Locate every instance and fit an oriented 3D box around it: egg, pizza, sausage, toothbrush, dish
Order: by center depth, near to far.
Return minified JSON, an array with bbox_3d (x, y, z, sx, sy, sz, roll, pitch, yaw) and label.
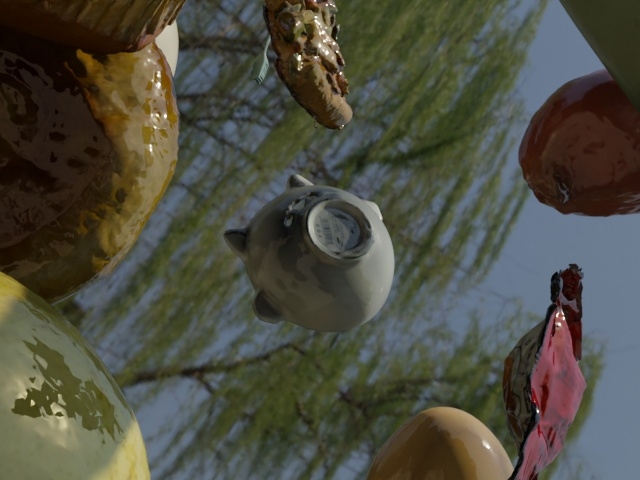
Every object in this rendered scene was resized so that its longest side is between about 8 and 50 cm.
[{"bbox_3d":[0.313,-0.097,1.072,0.255,0.148,0.148,0,-41,-10],"label":"sausage"},{"bbox_3d":[-0.010,-0.212,1.160,0.069,0.226,0.147,-22,-44,13],"label":"pizza"},{"bbox_3d":[0.149,0.325,1.406,0.201,0.201,0.244,7,-83,28],"label":"egg"},{"bbox_3d":[-0.046,-0.291,1.416,0.016,0.219,0.019,8,-20,26],"label":"toothbrush"},{"bbox_3d":[0.000,0.000,1.439,0.228,0.236,0.086,24,-36,-8],"label":"dish"}]

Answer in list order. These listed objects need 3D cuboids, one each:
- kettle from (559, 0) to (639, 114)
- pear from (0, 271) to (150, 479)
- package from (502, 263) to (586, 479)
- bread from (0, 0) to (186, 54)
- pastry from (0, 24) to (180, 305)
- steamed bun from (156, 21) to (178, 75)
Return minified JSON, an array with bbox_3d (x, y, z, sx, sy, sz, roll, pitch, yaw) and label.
[{"bbox_3d":[0.297,-0.219,0.953,0.240,0.255,0.165,5,-49,-32],"label":"kettle"},{"bbox_3d":[-0.245,0.131,0.573,0.309,0.309,0.309,18,-43,18],"label":"pear"},{"bbox_3d":[0.180,0.160,0.971,0.071,0.269,0.194,8,-25,20],"label":"package"},{"bbox_3d":[-0.225,-0.254,0.895,0.288,0.204,0.156,19,-49,-26],"label":"bread"},{"bbox_3d":[-0.295,-0.097,1.017,0.356,0.356,0.164,32,-18,2],"label":"pastry"},{"bbox_3d":[-0.369,-0.252,1.456,0.334,0.374,0.333,35,-49,54],"label":"steamed bun"}]
